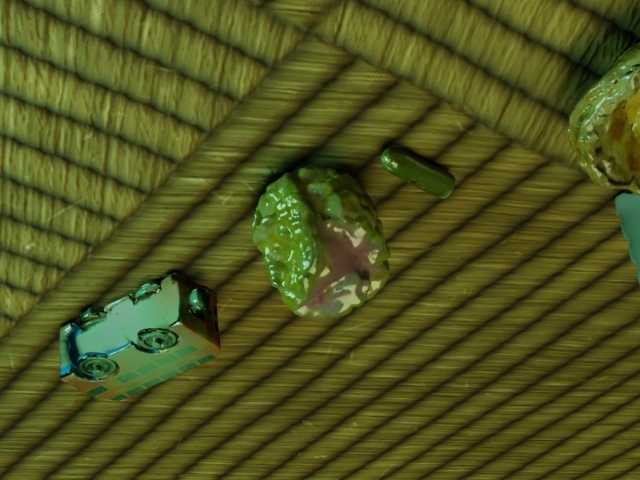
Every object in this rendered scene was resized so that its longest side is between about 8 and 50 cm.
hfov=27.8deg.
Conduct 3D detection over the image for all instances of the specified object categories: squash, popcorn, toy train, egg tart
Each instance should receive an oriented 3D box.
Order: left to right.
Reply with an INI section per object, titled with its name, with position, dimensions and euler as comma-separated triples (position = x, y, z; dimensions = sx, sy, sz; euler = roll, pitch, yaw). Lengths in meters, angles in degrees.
[toy train]
position = -0.186, 0.104, 1.369
dimensions = 0.188, 0.072, 0.099
euler = -24, 139, 22
[popcorn]
position = 0.000, 0.000, 1.225
dimensions = 0.126, 0.126, 0.145
euler = -38, 107, 15
[squash]
position = 0.089, -0.066, 1.227
dimensions = 0.083, 0.027, 0.027
euler = 24, 133, -33
[egg tart]
position = 0.319, -0.122, 1.140
dimensions = 0.213, 0.090, 0.212
euler = -6, 144, -5

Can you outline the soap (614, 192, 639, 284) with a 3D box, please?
[soap]
position = 0.389, 0.025, 1.320
dimensions = 0.066, 0.119, 0.198
euler = -33, 136, 31
